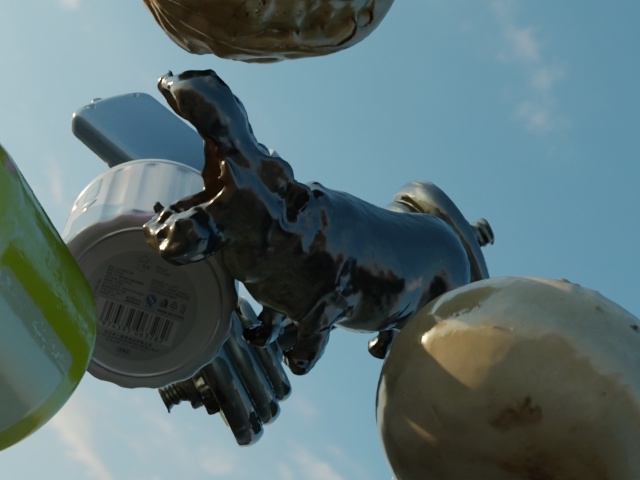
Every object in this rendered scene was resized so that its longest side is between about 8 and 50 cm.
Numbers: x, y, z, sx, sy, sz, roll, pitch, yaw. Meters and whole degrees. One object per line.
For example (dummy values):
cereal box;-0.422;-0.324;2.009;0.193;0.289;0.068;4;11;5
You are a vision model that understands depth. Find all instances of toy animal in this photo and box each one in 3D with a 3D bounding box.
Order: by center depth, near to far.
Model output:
toy animal;-0.012;0.013;0.780;0.343;0.168;0.106;30;-1;-39

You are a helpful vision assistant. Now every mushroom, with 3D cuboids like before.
mushroom;0.148;0.105;0.679;0.207;0.215;0.207;10;-62;19

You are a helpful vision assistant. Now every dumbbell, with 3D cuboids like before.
dumbbell;0.012;0.077;1.083;0.179;0.406;0.179;58;-13;21

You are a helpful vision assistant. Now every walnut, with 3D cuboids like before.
walnut;-0.041;-0.239;0.827;0.198;0.245;0.198;166;-90;-68

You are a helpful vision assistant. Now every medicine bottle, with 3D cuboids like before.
medicine bottle;-0.178;-0.005;0.399;0.122;0.122;0.212;22;-29;24

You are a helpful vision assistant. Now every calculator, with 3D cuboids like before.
calculator;-0.186;-0.102;1.121;0.210;0.121;0.039;38;-53;21

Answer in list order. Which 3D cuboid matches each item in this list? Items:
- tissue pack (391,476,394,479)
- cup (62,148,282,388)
tissue pack;0.260;0.397;1.246;0.287;0.162;0.388;26;-3;33
cup;-0.138;0.003;0.859;0.167;0.202;0.221;22;-80;-12
